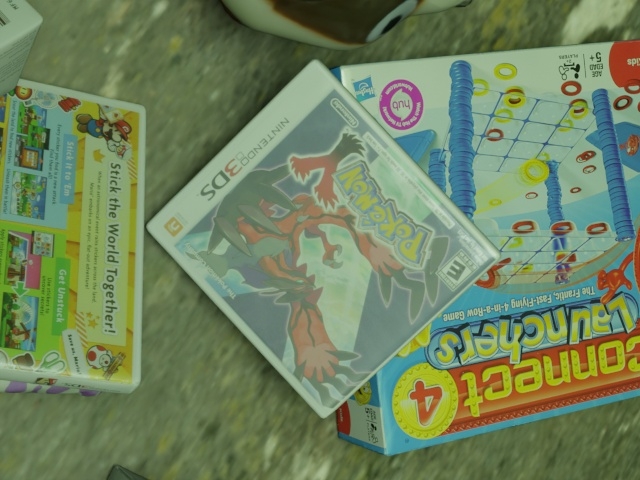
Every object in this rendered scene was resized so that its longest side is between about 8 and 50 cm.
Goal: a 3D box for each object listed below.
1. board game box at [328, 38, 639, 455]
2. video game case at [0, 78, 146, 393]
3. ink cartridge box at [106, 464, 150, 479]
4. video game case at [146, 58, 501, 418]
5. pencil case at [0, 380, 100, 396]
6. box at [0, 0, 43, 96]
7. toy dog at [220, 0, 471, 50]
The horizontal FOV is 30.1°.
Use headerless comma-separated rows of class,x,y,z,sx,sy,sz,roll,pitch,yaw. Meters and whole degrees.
board game box,0.150,-0.004,0.993,0.308,0.086,0.302,-9,95,-24
video game case,-0.221,-0.015,0.806,0.206,0.026,0.227,10,58,-24
ink cartridge box,-0.121,0.273,0.854,0.128,0.127,0.176,31,81,-21
video game case,0.000,0.000,0.885,0.183,0.023,0.201,-44,88,10
pencil case,-0.243,0.062,0.820,0.206,0.086,0.088,7,80,-26
box,-0.259,-0.135,0.780,0.102,0.087,0.101,46,52,2
toy dog,0.024,-0.339,0.829,0.395,0.284,0.408,2,92,-24
